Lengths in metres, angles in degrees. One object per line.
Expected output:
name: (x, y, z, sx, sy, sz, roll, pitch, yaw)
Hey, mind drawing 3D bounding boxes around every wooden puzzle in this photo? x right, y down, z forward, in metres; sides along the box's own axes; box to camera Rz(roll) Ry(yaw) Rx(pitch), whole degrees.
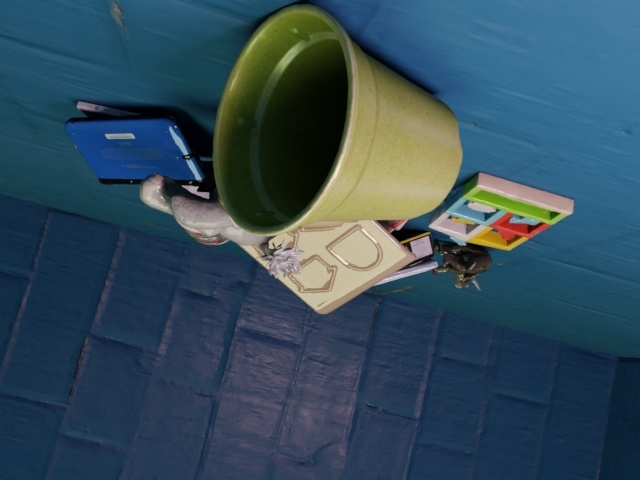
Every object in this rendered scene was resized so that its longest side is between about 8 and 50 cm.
wooden puzzle: (0.000, 0.000, 1.530, 0.348, 0.080, 0.322, 39, 129, -19)

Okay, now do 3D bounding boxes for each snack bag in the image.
snack bag: (0.158, 0.093, 1.836, 0.323, 0.037, 0.342, -15, -175, -4)

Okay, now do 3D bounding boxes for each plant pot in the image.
plant pot: (0.039, -0.130, 0.851, 0.254, 0.275, 0.276, 7, 177, -41)

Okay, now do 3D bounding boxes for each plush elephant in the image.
plush elephant: (-0.119, -0.118, 1.153, 0.330, 0.255, 0.272, 44, -137, 17)

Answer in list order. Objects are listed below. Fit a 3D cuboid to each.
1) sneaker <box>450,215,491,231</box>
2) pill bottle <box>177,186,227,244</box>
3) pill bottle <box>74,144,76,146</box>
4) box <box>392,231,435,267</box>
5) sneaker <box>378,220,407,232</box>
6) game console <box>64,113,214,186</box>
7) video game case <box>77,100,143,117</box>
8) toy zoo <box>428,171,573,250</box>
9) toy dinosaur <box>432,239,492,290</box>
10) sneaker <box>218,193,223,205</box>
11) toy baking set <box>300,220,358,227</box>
sneaker: (0.343, -0.037, 1.471, 0.058, 0.052, 0.135, -9, 164, 42)
pill bottle: (-0.306, -0.075, 1.787, 0.161, 0.161, 0.283, 14, 170, 1)
pill bottle: (-0.508, -0.224, 1.522, 0.067, 0.067, 0.120, 5, 166, 41)
box: (0.116, 0.050, 1.802, 0.257, 0.079, 0.322, -20, -172, -28)
sneaker: (0.167, -0.059, 1.595, 0.065, 0.061, 0.158, 43, 164, -6)
game console: (-0.349, -0.208, 1.412, 0.293, 0.173, 0.250, 3, 138, 25)
video game case: (-0.426, -0.251, 1.404, 0.143, 0.019, 0.157, 13, 171, 7)
toy zoo: (0.345, -0.045, 1.318, 0.193, 0.030, 0.293, 15, 160, -7)
toy dinosaur: (0.396, 0.051, 1.754, 0.161, 0.120, 0.313, 3, 166, -4)
sneaker: (-0.096, -0.138, 0.975, 0.088, 0.225, 0.093, 35, 144, -11)
toy baking set: (0.039, -0.103, 1.086, 0.256, 0.196, 0.030, 2, -147, -36)
